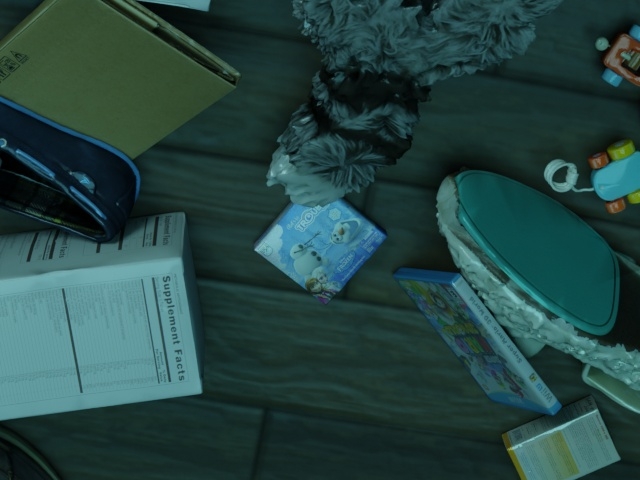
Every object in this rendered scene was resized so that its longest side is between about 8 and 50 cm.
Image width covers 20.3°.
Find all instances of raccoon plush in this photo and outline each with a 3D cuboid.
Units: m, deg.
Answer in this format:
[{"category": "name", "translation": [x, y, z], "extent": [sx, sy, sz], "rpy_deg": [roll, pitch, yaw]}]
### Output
[{"category": "raccoon plush", "translation": [0.047, -0.275, 1.532], "extent": [0.216, 0.299, 0.446], "rpy_deg": [24, 137, -26]}]

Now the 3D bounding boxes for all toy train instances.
[{"category": "toy train", "translation": [0.277, -0.111, 1.642], "extent": [0.125, 0.046, 0.166], "rpy_deg": [26, 103, -10]}]

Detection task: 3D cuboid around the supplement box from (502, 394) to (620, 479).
[{"category": "supplement box", "translation": [0.236, 0.202, 1.750], "extent": [0.098, 0.036, 0.062], "rpy_deg": [-24, 109, 5]}]

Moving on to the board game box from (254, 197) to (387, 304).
[{"category": "board game box", "translation": [0.000, 0.000, 1.675], "extent": [0.090, 0.020, 0.090], "rpy_deg": [38, 102, -13]}]

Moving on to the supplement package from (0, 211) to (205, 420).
[{"category": "supplement package", "translation": [-0.234, 0.070, 1.625], "extent": [0.244, 0.134, 0.139], "rpy_deg": [-7, 109, -1]}]

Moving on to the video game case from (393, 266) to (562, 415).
[{"category": "video game case", "translation": [0.145, 0.093, 1.667], "extent": [0.015, 0.119, 0.166], "rpy_deg": [-44, 108, -17]}]

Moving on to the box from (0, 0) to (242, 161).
[{"category": "box", "translation": [-0.187, -0.142, 1.535], "extent": [0.164, 0.021, 0.201], "rpy_deg": [32, 145, -23]}]

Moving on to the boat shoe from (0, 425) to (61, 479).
[{"category": "boat shoe", "translation": [-0.368, 0.219, 1.670], "extent": [0.355, 0.130, 0.132], "rpy_deg": [42, 102, -15]}]

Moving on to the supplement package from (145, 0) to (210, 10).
[{"category": "supplement package", "translation": [-0.203, -0.321, 1.444], "extent": [0.262, 0.145, 0.204], "rpy_deg": [6, 139, -6]}]

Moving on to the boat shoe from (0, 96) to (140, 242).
[{"category": "boat shoe", "translation": [-0.288, -0.072, 1.577], "extent": [0.258, 0.089, 0.109], "rpy_deg": [14, 139, -4]}]

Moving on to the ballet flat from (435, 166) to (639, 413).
[{"category": "ballet flat", "translation": [0.260, 0.084, 1.668], "extent": [0.409, 0.147, 0.147], "rpy_deg": [29, 105, -12]}]
